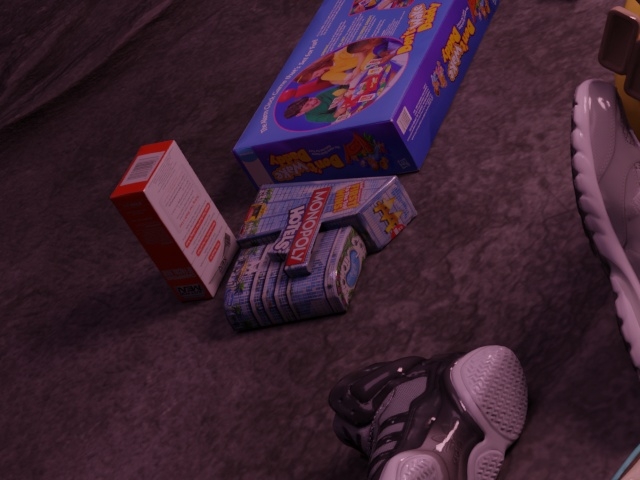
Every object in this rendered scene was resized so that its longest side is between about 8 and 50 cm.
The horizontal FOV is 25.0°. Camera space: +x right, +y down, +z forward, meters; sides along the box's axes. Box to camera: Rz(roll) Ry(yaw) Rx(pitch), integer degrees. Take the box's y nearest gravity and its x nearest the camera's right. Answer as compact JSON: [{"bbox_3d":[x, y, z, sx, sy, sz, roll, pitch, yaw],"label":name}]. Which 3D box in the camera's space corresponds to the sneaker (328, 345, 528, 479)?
[{"bbox_3d":[0.061,0.192,1.233,0.153,0.101,0.268,-1,37,42],"label":"sneaker"}]

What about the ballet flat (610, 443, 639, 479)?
[{"bbox_3d":[0.219,0.232,1.069,0.248,0.086,0.086,-41,32,-12],"label":"ballet flat"}]

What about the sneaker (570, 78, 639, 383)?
[{"bbox_3d":[0.284,-0.007,1.213,0.115,0.281,0.105,-18,-8,8],"label":"sneaker"}]

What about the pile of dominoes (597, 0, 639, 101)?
[{"bbox_3d":[0.343,-0.129,1.141,0.040,0.251,0.196,-37,-6,-35],"label":"pile of dominoes"}]

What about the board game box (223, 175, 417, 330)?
[{"bbox_3d":[0.000,0.000,1.590,0.194,0.060,0.194,-13,36,29],"label":"board game box"}]

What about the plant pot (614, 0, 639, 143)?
[{"bbox_3d":[0.423,-0.148,1.250,0.239,0.254,0.254,9,50,43],"label":"plant pot"}]

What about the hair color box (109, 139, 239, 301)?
[{"bbox_3d":[-0.165,-0.021,1.658,0.053,0.167,0.093,-9,38,31],"label":"hair color box"}]

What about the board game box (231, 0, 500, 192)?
[{"bbox_3d":[0.063,-0.211,1.815,0.233,0.078,0.347,-7,39,34],"label":"board game box"}]
